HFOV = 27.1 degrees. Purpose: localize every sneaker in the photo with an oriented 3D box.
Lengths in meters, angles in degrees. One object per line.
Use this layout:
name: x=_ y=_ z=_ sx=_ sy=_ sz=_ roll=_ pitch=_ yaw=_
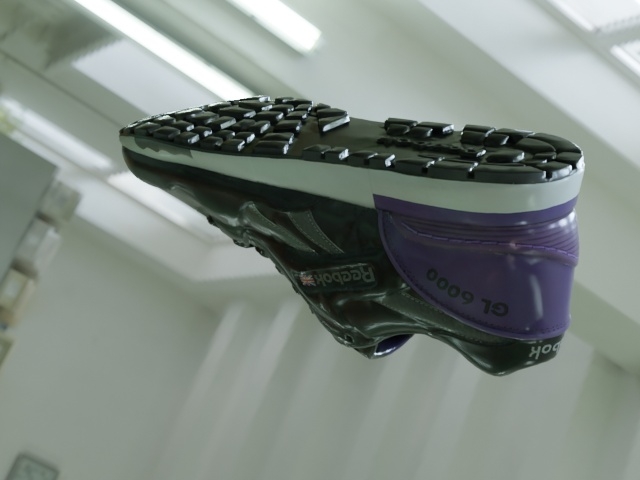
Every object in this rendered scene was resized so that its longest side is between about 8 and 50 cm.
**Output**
sneaker: x=0.000 y=0.000 z=0.697 sx=0.283 sy=0.107 sz=0.124 roll=14 pitch=-66 yaw=39
